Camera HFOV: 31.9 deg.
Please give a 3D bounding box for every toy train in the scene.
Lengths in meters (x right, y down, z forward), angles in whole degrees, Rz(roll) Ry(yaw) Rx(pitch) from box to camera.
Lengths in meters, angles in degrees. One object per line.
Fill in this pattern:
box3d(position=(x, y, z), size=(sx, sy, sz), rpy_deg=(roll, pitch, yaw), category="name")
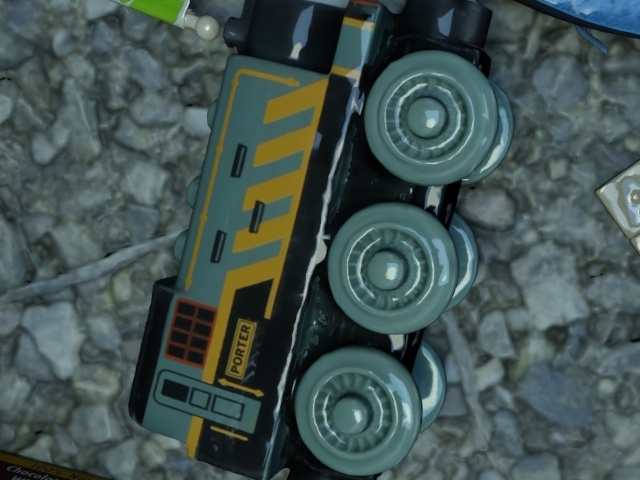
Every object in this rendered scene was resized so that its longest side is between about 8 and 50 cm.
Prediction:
box3d(position=(0.000, 0.000, 0.695), size=(0.190, 0.142, 0.334), rpy_deg=(15, 98, 13), category="toy train")

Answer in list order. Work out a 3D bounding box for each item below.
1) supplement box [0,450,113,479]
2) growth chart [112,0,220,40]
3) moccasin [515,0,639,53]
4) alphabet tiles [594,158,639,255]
box3d(position=(-0.247, 0.220, 0.708), size=(0.191, 0.194, 0.129), rpy_deg=(14, 97, 4), category="supplement box")
box3d(position=(-0.134, -0.248, 0.670), size=(0.172, 0.021, 0.237), rpy_deg=(19, 129, 24), category="growth chart")
box3d(position=(0.098, -0.223, 0.667), size=(0.342, 0.117, 0.138), rpy_deg=(29, 99, 5), category="moccasin")
box3d(position=(0.332, -0.022, 0.720), size=(0.237, 0.009, 0.198), rpy_deg=(-36, 92, 9), category="alphabet tiles")
